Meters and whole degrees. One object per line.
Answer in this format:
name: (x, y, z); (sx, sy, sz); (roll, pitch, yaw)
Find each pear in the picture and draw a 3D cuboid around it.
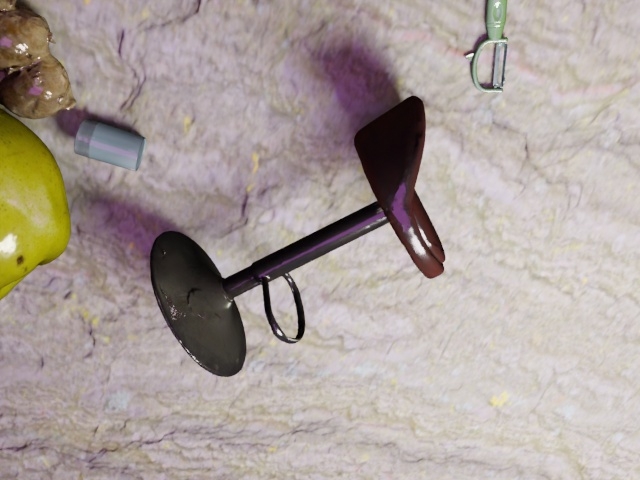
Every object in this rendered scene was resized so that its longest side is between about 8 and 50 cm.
pear: (-0.469, -0.057, 0.720); (0.294, 0.294, 0.294); (0, 117, -1)

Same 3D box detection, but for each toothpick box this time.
toothpick box: (-0.289, -0.131, 0.802); (0.083, 0.052, 0.052); (17, 115, -10)

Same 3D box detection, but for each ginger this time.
ginger: (-0.387, -0.251, 0.725); (0.104, 0.080, 0.204); (-8, 119, 9)

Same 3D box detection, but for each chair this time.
chair: (0.000, 0.000, 0.778); (0.401, 0.226, 0.226); (-28, 114, 12)

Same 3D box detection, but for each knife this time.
knife: (0.217, -0.296, 0.747); (0.054, 0.015, 0.212); (1, 118, 7)
